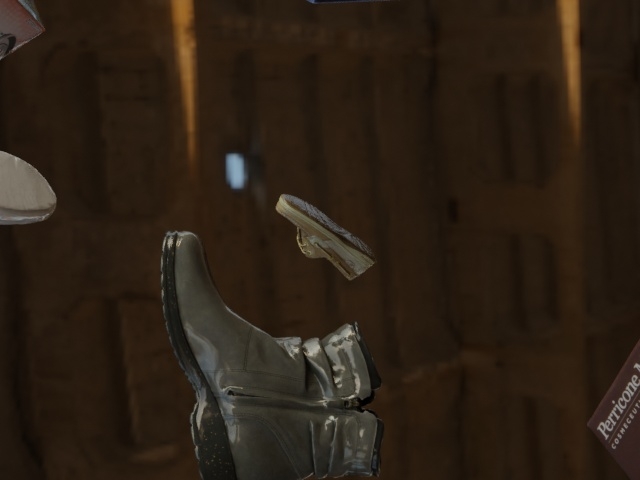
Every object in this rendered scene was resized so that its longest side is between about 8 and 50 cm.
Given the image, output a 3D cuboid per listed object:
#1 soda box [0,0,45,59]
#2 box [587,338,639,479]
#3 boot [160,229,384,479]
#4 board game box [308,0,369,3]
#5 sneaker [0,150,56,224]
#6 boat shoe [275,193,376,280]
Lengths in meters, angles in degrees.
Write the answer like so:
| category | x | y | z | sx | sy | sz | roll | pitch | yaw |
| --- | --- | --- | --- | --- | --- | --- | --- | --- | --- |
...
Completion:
| category | x | y | z | sx | sy | sz | roll | pitch | yaw |
| --- | --- | --- | --- | --- | --- | --- | --- | --- | --- |
| soda box | -0.271 | -0.198 | 1.094 | 0.183 | 0.063 | 0.058 | 47 | -166 | -55 |
| box | 0.449 | 0.240 | 1.511 | 0.143 | 0.381 | 0.191 | -4 | -48 | -34 |
| boot | -0.038 | 0.094 | 1.308 | 0.083 | 0.161 | 0.247 | 70 | -175 | -75 |
| board game box | 0.101 | -0.276 | 1.231 | 0.243 | 0.042 | 0.165 | -7 | -69 | -22 |
| sneaker | -0.371 | -0.038 | 1.541 | 0.212 | 0.094 | 0.080 | 7 | -133 | -30 |
| boat shoe | 0.000 | 0.000 | 1.692 | 0.135 | 0.045 | 0.050 | 36 | -165 | -24 |
